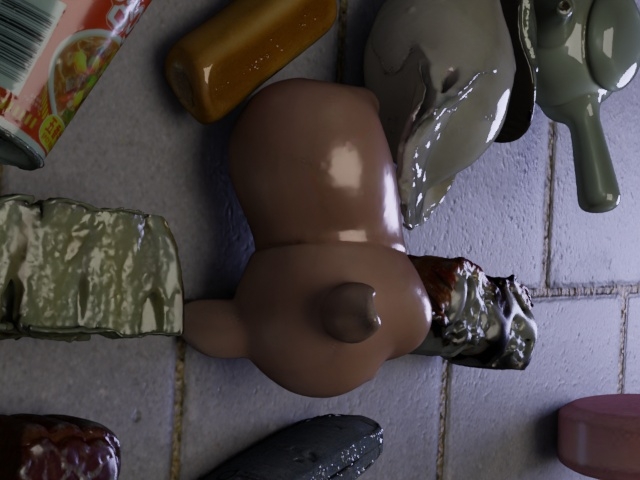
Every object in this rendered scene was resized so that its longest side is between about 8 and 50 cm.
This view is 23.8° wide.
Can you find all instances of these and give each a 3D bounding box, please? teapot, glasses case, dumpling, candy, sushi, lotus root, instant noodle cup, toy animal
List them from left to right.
[{"bbox_3d":[-0.243,-0.178,1.269,0.193,0.193,0.212,40,69,-46],"label":"instant noodle cup"},{"bbox_3d":[-0.231,0.029,1.319,0.235,0.138,0.119,8,81,-52],"label":"lotus root"},{"bbox_3d":[-0.040,0.249,1.604,0.282,0.109,0.067,-27,115,-48],"label":"glasses case"},{"bbox_3d":[0.000,0.000,1.560,0.269,0.237,0.326,-50,127,-48],"label":"toy animal"},{"bbox_3d":[0.135,-0.169,1.768,0.341,0.181,0.260,-107,-169,-46],"label":"dumpling"},{"bbox_3d":[0.174,0.094,1.856,0.332,0.124,0.130,25,65,-53],"label":"sushi"},{"bbox_3d":[0.359,-0.216,2.054,0.220,0.149,0.318,-34,118,-44],"label":"teapot"},{"bbox_3d":[0.461,0.277,2.137,0.255,0.255,0.094,-5,96,-52],"label":"candy"}]

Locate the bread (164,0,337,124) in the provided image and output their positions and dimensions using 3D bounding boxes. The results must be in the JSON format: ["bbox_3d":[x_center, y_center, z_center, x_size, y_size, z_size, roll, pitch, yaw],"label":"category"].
[{"bbox_3d":[-0.072,-0.209,1.555,0.239,0.074,0.092,-44,141,-40],"label":"bread"}]

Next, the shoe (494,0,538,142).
[{"bbox_3d":[0.228,-0.261,1.927,0.098,0.103,0.275,-37,129,-68],"label":"shoe"}]

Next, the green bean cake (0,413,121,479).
[{"bbox_3d":[-0.264,0.267,1.324,0.198,0.097,0.232,13,83,-52],"label":"green bean cake"}]
